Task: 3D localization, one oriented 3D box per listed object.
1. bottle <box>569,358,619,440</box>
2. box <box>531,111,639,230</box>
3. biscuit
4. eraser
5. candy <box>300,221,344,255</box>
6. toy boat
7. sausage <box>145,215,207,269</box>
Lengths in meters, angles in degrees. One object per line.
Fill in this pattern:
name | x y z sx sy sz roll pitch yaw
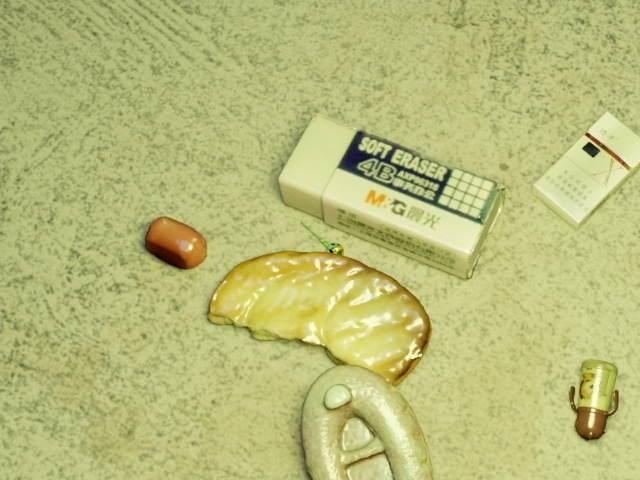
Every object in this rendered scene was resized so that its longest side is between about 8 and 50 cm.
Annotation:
bottle | 0.350 0.205 1.477 0.047 0.063 0.101 20 72 -19
box | 0.375 -0.096 1.598 0.154 0.040 0.084 -44 70 -10
biscuit | 0.005 0.092 1.558 0.299 0.045 0.154 22 75 14
eraser | 0.098 -0.063 1.588 0.287 0.086 0.130 24 71 14
candy | 0.000 0.000 1.611 0.083 0.023 0.025 38 116 26
toy boat | 0.052 0.264 1.443 0.155 0.085 0.228 -21 76 11
sausage | -0.199 0.002 1.607 0.094 0.059 0.054 25 55 18
